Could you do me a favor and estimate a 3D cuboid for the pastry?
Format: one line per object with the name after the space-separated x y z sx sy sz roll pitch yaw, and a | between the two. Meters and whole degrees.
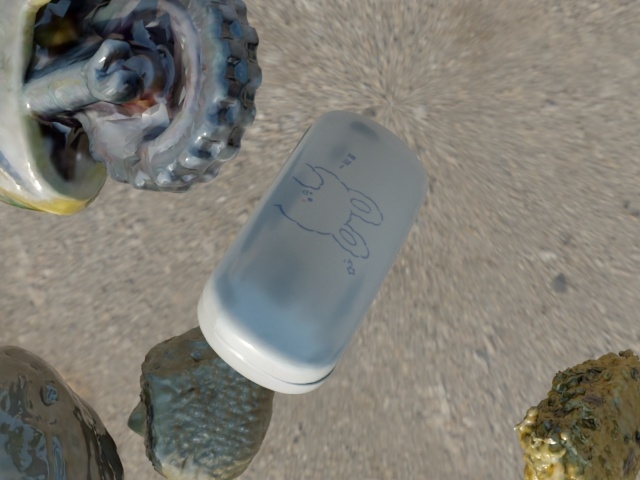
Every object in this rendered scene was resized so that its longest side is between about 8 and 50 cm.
0.150 0.114 0.812 0.056 0.140 0.080 -10 96 36 | pastry

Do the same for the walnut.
-0.263 0.198 1.172 0.224 0.224 0.224 0 95 3 | walnut

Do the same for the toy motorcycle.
-0.096 -0.105 0.498 0.130 0.094 0.229 -38 62 37 | toy motorcycle

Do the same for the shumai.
-0.116 0.144 1.240 0.146 0.116 0.145 0 90 -39 | shumai

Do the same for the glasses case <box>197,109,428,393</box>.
0.000 0.000 0.875 0.092 0.233 0.059 37 132 -4 | glasses case
